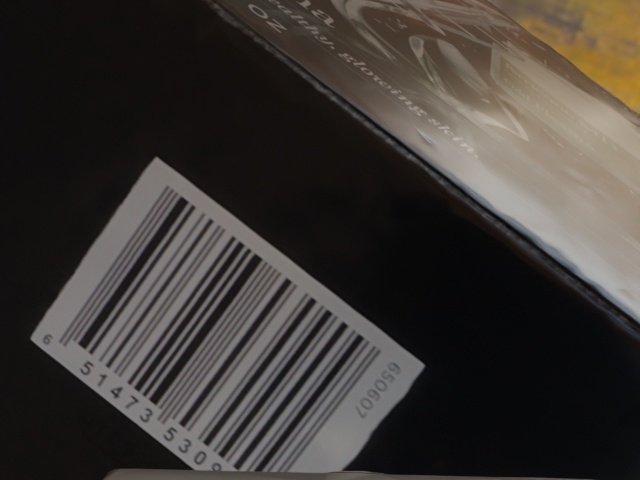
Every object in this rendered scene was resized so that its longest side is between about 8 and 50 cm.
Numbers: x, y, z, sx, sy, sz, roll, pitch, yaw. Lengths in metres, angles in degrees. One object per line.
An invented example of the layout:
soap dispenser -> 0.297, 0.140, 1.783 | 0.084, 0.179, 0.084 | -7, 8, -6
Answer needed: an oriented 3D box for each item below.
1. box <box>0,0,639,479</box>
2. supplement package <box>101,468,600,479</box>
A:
box -> 0.000, 0.000, 1.023 | 0.297, 0.480, 0.472 | -54, 176, 18
supplement package -> -0.002, 0.174, 0.441 | 0.293, 0.178, 0.175 | -32, 122, -82
